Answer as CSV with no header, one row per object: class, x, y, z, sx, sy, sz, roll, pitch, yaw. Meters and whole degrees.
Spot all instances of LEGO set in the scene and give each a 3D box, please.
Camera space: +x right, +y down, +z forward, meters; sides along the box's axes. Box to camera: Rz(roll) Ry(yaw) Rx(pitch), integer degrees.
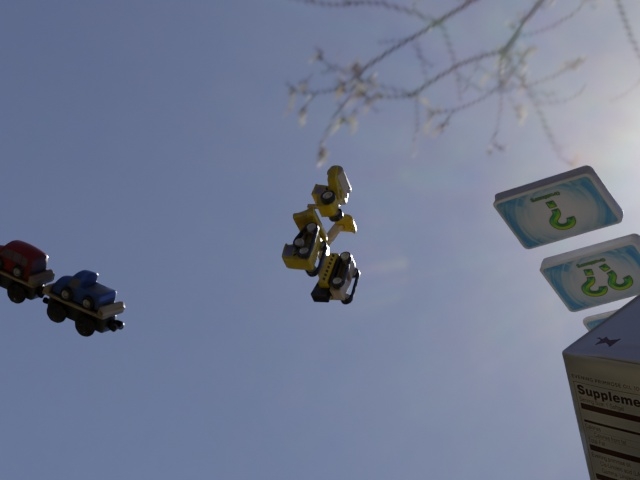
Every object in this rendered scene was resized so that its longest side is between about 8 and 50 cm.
LEGO set,0.258,0.014,0.972,0.244,0.060,0.182,-17,-54,34

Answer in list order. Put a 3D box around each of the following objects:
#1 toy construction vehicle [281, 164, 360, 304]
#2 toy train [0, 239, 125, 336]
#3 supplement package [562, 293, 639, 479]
toy construction vehicle,0.000,0.000,1.089,0.035,0.098,0.086,-3,-41,24
toy train,-0.185,0.018,0.912,0.158,0.027,0.036,23,-73,21
supplement package,0.237,0.105,0.638,0.149,0.194,0.203,7,-61,48
